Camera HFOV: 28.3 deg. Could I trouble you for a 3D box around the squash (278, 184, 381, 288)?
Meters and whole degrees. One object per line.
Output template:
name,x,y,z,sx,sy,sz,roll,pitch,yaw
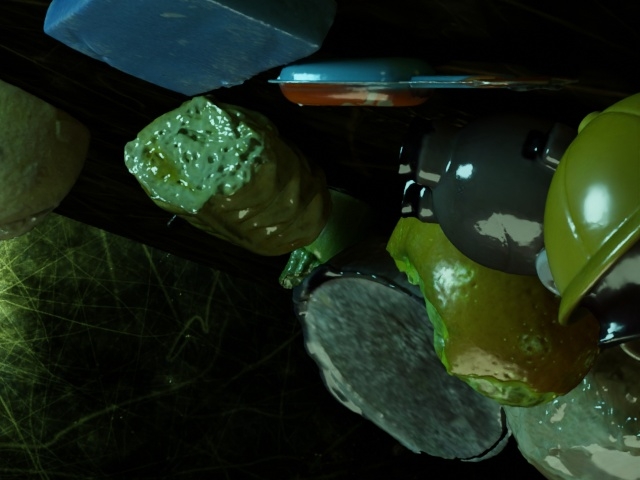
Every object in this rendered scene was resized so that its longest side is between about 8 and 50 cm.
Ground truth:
squash,0.005,0.006,1.557,0.105,0.132,0.105,21,173,3

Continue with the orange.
orange,0.161,0.023,1.127,0.179,0.158,0.237,10,-150,-16

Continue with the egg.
egg,0.310,0.142,1.265,0.279,0.279,0.310,21,160,-18

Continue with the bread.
bread,-0.081,-0.059,1.336,0.152,0.130,0.268,11,171,21

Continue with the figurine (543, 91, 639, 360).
figurine,0.242,0.027,0.784,0.167,0.192,0.257,-13,110,53

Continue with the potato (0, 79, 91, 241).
potato,-0.452,-0.111,1.599,0.189,0.211,0.264,17,168,26

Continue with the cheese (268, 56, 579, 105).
cheese,0.061,-0.111,0.893,0.256,0.037,0.106,8,-167,42

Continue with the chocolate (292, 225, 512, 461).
chocolate,0.143,0.087,1.506,0.303,0.213,0.303,27,143,22

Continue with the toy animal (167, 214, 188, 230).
toy animal,-0.111,-0.053,1.498,0.210,0.117,0.121,19,166,14

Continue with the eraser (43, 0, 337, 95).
eraser,-0.113,-0.166,0.964,0.144,0.042,0.312,21,172,-22

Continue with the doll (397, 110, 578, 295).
doll,0.185,-0.026,0.950,0.257,0.117,0.182,21,156,17
